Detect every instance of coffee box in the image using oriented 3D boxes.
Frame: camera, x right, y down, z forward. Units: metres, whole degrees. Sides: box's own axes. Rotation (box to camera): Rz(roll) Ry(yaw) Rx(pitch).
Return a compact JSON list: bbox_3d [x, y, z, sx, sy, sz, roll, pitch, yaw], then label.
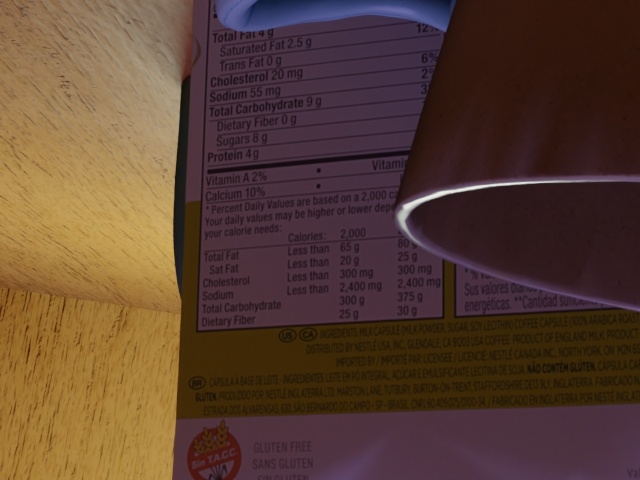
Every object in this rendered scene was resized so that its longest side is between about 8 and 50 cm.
[{"bbox_3d":[0.145,-0.002,1.035,0.338,0.334,0.337,-5,166,22],"label":"coffee box"}]

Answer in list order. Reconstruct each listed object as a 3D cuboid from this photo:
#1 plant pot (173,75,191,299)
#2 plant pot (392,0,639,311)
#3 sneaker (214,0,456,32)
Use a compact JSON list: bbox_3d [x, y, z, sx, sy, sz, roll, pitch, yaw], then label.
[{"bbox_3d":[0.000,0.000,1.613,0.293,0.235,0.293,10,171,2],"label":"plant pot"},{"bbox_3d":[0.168,-0.120,0.600,0.256,0.274,0.256,8,170,1],"label":"plant pot"},{"bbox_3d":[0.124,-0.123,0.787,0.365,0.150,0.135,7,172,17],"label":"sneaker"}]
